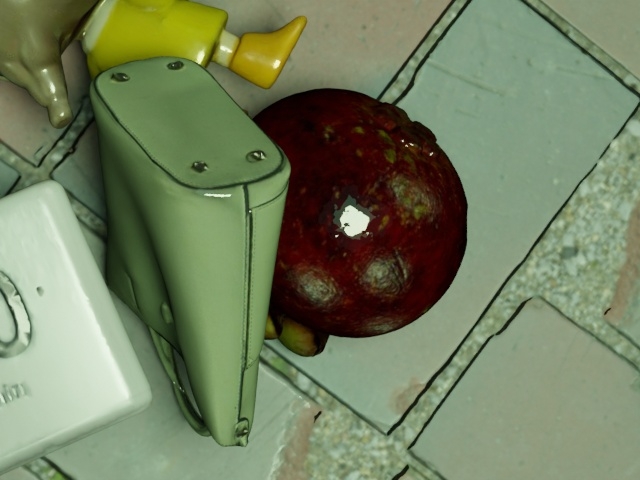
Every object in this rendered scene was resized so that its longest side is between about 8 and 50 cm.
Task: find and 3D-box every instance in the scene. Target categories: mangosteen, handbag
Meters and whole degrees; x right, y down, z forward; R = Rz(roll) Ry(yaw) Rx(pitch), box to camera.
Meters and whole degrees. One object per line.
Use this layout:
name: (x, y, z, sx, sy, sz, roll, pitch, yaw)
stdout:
mangosteen: (0.000, 0.000, 1.324, 0.215, 0.215, 0.257, 36, 114, -6)
handbag: (-0.116, 0.032, 1.248, 0.109, 0.241, 0.315, -11, 129, -28)

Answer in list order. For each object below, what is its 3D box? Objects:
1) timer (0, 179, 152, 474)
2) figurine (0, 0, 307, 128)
timer: (-0.260, 0.077, 1.275, 0.192, 0.194, 0.195, -23, 93, -8)
figurine: (-0.193, -0.200, 1.309, 0.344, 0.187, 0.215, 27, 97, -13)
